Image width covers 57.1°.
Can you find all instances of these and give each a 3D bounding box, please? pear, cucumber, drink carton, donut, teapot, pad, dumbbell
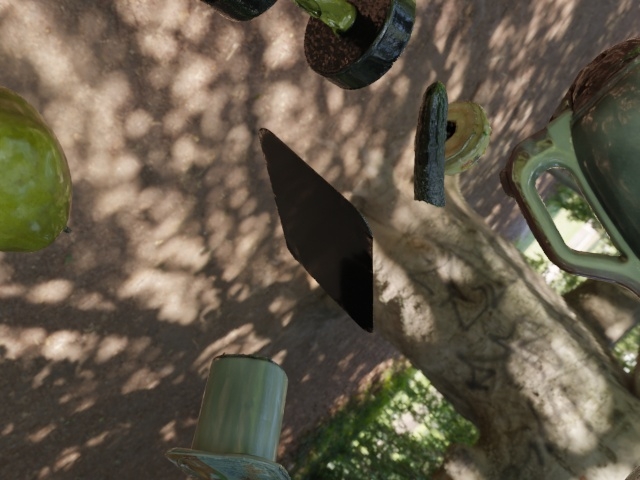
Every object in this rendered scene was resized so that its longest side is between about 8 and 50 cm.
[{"bbox_3d":[-0.573,-0.110,1.034,0.287,0.287,0.375,-46,143,-8],"label":"pear"},{"bbox_3d":[0.189,-0.160,0.997,0.058,0.052,0.215,-6,114,-11],"label":"cucumber"},{"bbox_3d":[-0.135,0.319,1.029,0.185,0.191,0.190,75,19,-48],"label":"drink carton"},{"bbox_3d":[0.275,-0.207,1.218,0.068,0.174,0.174,35,97,-37],"label":"donut"},{"bbox_3d":[0.411,-0.083,0.742,0.315,0.312,0.233,-39,167,16],"label":"teapot"},{"bbox_3d":[0.000,0.000,0.674,0.004,0.181,0.267,-38,152,-17],"label":"pad"},{"bbox_3d":[-0.020,-0.389,0.915,0.322,0.204,0.204,18,114,-44],"label":"dumbbell"}]

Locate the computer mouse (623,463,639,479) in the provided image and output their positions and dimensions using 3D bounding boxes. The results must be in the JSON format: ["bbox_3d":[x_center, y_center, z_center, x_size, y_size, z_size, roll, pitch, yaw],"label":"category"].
[{"bbox_3d":[0.166,0.167,0.215,0.090,0.167,0.379,-9,163,12],"label":"computer mouse"}]
